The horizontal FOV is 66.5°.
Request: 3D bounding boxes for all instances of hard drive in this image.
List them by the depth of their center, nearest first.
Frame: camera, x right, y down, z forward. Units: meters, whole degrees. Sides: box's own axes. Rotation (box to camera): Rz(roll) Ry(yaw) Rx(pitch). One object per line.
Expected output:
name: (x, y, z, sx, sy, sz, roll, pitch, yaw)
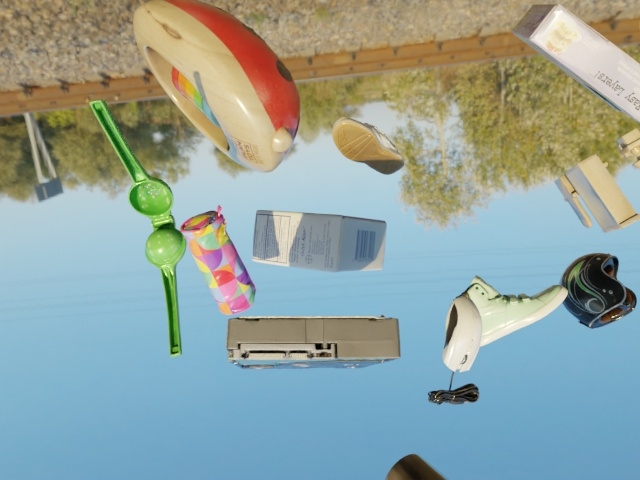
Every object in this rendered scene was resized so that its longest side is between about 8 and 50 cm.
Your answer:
hard drive: (-0.022, 0.174, 0.798, 0.236, 0.064, 0.339, 0, 164, -4)

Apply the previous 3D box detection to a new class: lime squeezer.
lime squeezer: (-0.206, -0.016, 0.617, 0.058, 0.311, 0.110, -16, -169, -14)

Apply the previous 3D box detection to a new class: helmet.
helmet: (0.684, 0.118, 1.218, 0.169, 0.170, 0.162, -11, -127, -16)

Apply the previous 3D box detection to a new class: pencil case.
pencil case: (-0.219, 0.047, 1.072, 0.104, 0.237, 0.104, -15, -154, 8)

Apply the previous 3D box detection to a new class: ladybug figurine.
ladybug figurine: (-0.184, -0.306, 0.931, 0.161, 0.305, 0.449, -40, -116, -13)

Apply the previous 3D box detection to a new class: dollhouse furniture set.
dollhouse furniture set: (0.782, -0.181, 1.125, 0.355, 0.174, 0.303, -30, 171, 7)

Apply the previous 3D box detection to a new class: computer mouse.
computer mouse: (0.250, 0.196, 0.863, 0.105, 0.193, 0.042, 12, 174, -24)

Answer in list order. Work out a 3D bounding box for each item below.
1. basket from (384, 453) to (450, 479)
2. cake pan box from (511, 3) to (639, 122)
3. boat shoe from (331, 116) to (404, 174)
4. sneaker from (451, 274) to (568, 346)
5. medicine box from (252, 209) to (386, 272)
basket: (0.256, 0.594, 1.074, 0.204, 0.154, 0.226, 37, 174, -37)
cake pan box: (0.469, -0.307, 0.847, 0.266, 0.070, 0.246, 34, -150, -5)
boat shoe: (0.121, -0.267, 1.311, 0.098, 0.096, 0.277, -29, 147, 29)
sneaker: (0.443, 0.132, 1.162, 0.255, 0.151, 0.094, -29, 170, 7)
medicine box: (0.000, 0.000, 1.387, 0.289, 0.149, 0.263, 7, -178, 33)
